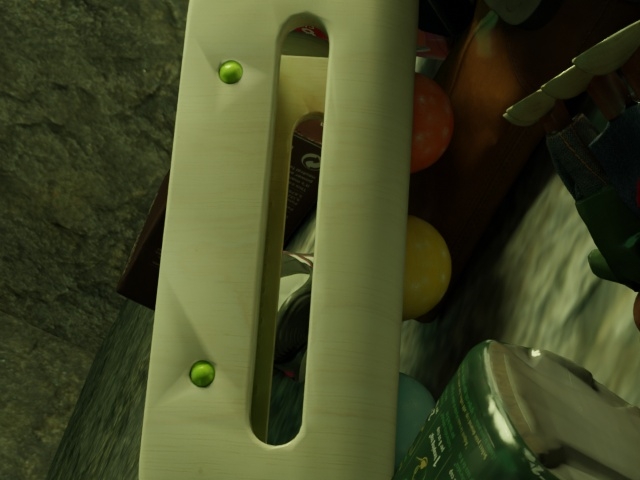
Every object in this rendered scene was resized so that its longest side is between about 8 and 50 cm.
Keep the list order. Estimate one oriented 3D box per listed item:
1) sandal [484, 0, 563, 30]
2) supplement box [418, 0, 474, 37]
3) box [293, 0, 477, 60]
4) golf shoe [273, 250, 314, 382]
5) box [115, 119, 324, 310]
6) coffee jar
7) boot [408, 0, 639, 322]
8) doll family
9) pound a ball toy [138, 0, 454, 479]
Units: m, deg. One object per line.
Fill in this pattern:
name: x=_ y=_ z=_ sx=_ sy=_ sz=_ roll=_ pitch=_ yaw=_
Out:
sandal: x=0.077 y=-0.152 z=0.656 sx=0.179 sy=0.040 sz=0.067 roll=-112 pitch=38 yaw=-64
supplement box: x=0.045 y=-0.344 z=0.849 sx=0.356 sy=0.194 sz=0.195 roll=-66 pitch=-26 yaw=-7
box: x=0.071 y=-0.307 z=1.038 sx=0.300 sy=0.154 sz=0.142 roll=-68 pitch=-27 yaw=-18
golf shoe: x=-0.052 y=0.040 z=1.040 sx=0.273 sy=0.120 sz=0.105 roll=164 pitch=129 yaw=-79
box: x=-0.082 y=-0.077 z=1.443 sx=0.381 sy=0.143 sz=0.191 roll=-55 pitch=14 yaw=50
coffee jar: x=0.040 y=0.130 z=0.436 sx=0.184 sy=0.079 sz=0.096 roll=-59 pitch=14 yaw=20
boot: x=0.111 y=-0.128 z=0.772 sx=0.264 sy=0.096 sz=0.280 roll=-95 pitch=25 yaw=-47
doll family: x=0.114 y=-0.010 z=0.349 sx=0.076 sy=0.111 sz=0.193 roll=-30 pitch=-1 yaw=1
pound a ball toy: x=0.000 y=0.000 z=0.707 sx=0.208 sy=0.136 sz=0.319 roll=85 pitch=-170 yaw=-72
